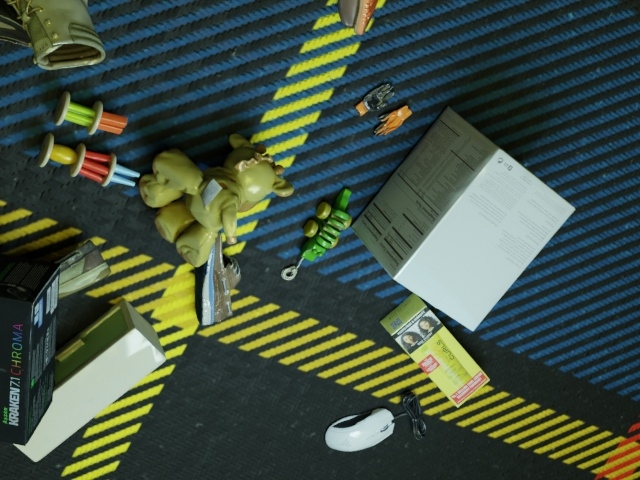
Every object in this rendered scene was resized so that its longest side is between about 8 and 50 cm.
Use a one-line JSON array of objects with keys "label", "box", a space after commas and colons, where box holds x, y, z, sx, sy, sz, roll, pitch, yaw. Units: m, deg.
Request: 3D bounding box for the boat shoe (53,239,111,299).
[{"label": "boat shoe", "box": [-0.434, 0.064, 1.781, 0.223, 0.080, 0.073, -22, 91, 6]}]

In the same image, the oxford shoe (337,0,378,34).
[{"label": "oxford shoe", "box": [0.029, -0.472, 1.671, 0.132, 0.130, 0.364, 7, 126, 12]}]

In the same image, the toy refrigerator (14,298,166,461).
[{"label": "toy refrigerator", "box": [-0.389, 0.221, 1.858, 0.269, 0.102, 0.094, -38, 123, 2]}]

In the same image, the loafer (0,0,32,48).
[{"label": "loafer", "box": [-0.444, -0.310, 1.589, 0.220, 0.080, 0.078, 21, 140, -29]}]

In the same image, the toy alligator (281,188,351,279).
[{"label": "toy alligator", "box": [0.000, 0.000, 1.920, 0.056, 0.051, 0.190, 28, 103, -30]}]

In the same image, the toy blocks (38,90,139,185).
[{"label": "toy blocks", "box": [-0.329, -0.145, 1.719, 0.148, 0.054, 0.123, 17, 109, -27]}]

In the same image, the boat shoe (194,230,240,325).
[{"label": "boat shoe", "box": [-0.168, 0.053, 1.883, 0.066, 0.066, 0.183, -9, 129, -22]}]

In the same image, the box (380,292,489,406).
[{"label": "box", "box": [0.209, 0.201, 2.099, 0.087, 0.058, 0.232, -40, 123, 1]}]

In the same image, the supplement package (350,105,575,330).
[{"label": "supplement package", "box": [0.229, -0.037, 1.901, 0.199, 0.198, 0.263, 33, 101, -32]}]

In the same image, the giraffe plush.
[{"label": "giraffe plush", "box": [-0.147, -0.083, 1.767, 0.170, 0.210, 0.181, -33, 100, -39]}]

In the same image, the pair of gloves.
[{"label": "pair of gloves", "box": [0.102, -0.211, 1.875, 0.074, 0.010, 0.083, -38, 120, 3]}]

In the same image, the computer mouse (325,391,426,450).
[{"label": "computer mouse", "box": [0.104, 0.351, 2.147, 0.193, 0.042, 0.106, -17, 122, -12]}]

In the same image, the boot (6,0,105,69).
[{"label": "boot", "box": [-0.391, -0.310, 1.521, 0.213, 0.165, 0.077, 0, 154, -41]}]

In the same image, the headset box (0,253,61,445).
[{"label": "headset box", "box": [-0.541, 0.142, 1.693, 0.283, 0.131, 0.246, 11, 114, 2]}]
